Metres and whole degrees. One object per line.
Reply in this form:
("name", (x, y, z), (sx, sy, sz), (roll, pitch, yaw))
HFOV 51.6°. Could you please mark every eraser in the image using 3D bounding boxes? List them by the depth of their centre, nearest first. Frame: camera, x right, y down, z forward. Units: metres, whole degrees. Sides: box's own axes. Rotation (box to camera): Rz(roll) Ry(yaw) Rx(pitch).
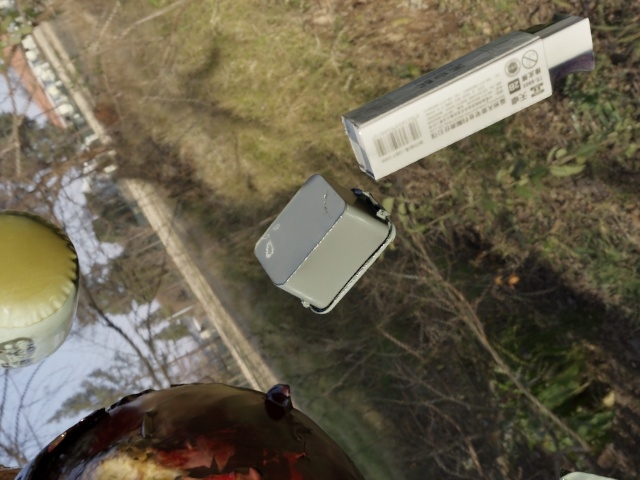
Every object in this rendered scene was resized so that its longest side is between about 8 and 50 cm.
("eraser", (0.234, -0.235, 1.048), (0.098, 0.403, 0.096), (67, 172, -29))

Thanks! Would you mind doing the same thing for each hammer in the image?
("hammer", (-0.354, 0.072, 0.535), (0.113, 0.305, 0.202), (67, 151, 15))

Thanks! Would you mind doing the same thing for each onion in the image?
("onion", (-0.087, 0.229, 0.432), (0.276, 0.276, 0.276), (60, 170, 18))

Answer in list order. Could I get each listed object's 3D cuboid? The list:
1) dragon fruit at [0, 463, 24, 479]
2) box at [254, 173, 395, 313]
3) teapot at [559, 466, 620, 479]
("dragon fruit", (-0.412, 0.411, 0.836), (0.244, 0.298, 0.245), (-164, 90, -86))
("box", (0.000, 0.000, 1.227), (0.135, 0.243, 0.163), (28, -162, -45))
("teapot", (0.421, 0.470, 0.983), (0.171, 0.203, 0.225), (110, 176, -75))
